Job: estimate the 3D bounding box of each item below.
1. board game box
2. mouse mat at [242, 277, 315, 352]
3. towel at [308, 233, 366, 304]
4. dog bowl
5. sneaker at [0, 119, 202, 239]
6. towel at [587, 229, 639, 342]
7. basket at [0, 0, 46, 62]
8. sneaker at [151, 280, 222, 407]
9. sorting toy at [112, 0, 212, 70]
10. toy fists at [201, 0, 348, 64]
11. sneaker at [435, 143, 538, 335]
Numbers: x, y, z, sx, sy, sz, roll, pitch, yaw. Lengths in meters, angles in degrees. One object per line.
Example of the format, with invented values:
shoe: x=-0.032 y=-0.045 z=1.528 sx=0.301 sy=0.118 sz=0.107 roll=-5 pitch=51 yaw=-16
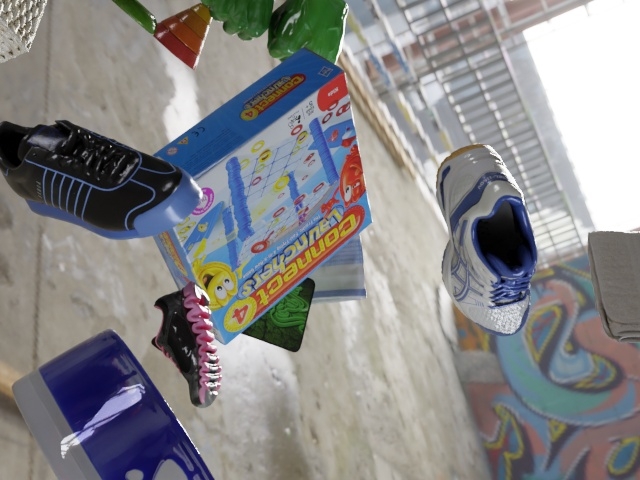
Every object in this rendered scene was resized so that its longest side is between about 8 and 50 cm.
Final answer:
board game box: x=-0.080 y=-0.054 z=1.231 sx=0.086 sy=0.308 sz=0.302 roll=36 pitch=-24 yaw=34
mouse mat: x=-0.102 y=0.131 z=1.816 sx=0.007 sy=0.190 sz=0.152 roll=10 pitch=93 yaw=-59
towel: x=0.000 y=0.000 z=1.942 sx=0.034 sy=0.209 sz=0.284 roll=-7 pitch=90 yaw=-50
dog bowl: x=-0.172 y=0.217 z=0.832 sx=0.265 sy=0.104 sz=0.265 roll=50 pitch=-19 yaw=24
sneaker: x=-0.217 y=-0.063 z=0.823 sx=0.081 sy=0.232 sz=0.090 roll=-61 pitch=140 yaw=-31
towel: x=0.555 y=0.074 z=1.498 sx=0.282 sy=0.187 sz=0.049 roll=-77 pitch=165 yaw=-53
basket: x=-0.479 y=-0.347 z=1.307 sx=0.113 sy=0.103 sz=0.167 roll=55 pitch=28 yaw=-46
sneaker: x=-0.126 y=0.099 z=0.825 sx=0.047 sy=0.057 sz=0.119 roll=60 pitch=17 yaw=-66
sorting toy: x=-0.297 y=-0.442 z=1.598 sx=0.127 sy=0.126 sz=0.365 roll=45 pitch=5 yaw=29
toy fists: x=-0.082 y=-0.392 z=1.553 sx=0.279 sy=0.096 sz=0.142 roll=24 pitch=73 yaw=-29
sneaker: x=0.215 y=0.030 z=1.118 sx=0.131 sy=0.112 sz=0.296 roll=-116 pitch=-177 yaw=-54
